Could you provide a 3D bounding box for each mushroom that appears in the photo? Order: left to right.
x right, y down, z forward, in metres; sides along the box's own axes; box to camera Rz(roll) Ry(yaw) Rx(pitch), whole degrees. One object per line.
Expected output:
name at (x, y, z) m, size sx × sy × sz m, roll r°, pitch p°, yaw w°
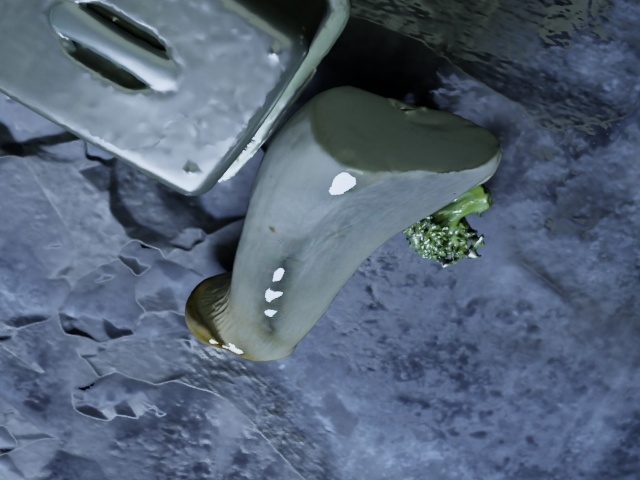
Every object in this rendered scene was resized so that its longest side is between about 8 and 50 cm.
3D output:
mushroom at (0.000, 0.000, 1.187) m, size 0.159 × 0.122 × 0.328 m, roll 31°, pitch 135°, yaw -6°

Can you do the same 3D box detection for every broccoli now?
broccoli at (0.103, -0.036, 1.229) m, size 0.092 × 0.097 × 0.095 m, roll -16°, pitch 152°, yaw 17°

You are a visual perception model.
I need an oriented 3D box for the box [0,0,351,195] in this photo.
box at (-0.142, -0.180, 1.085) m, size 0.291 × 0.166 × 0.220 m, roll 29°, pitch 120°, yaw -15°
